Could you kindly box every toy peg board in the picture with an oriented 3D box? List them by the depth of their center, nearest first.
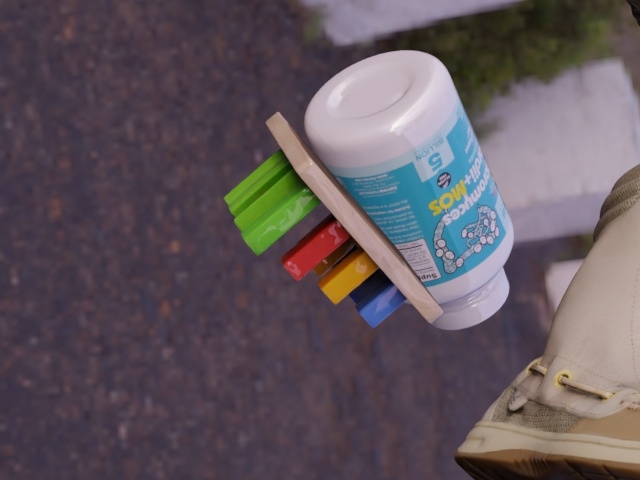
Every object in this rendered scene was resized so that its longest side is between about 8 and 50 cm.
[{"bbox_3d":[0.000,0.000,1.397,0.161,0.079,0.161,49,4,-19],"label":"toy peg board"}]

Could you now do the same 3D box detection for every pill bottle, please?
[{"bbox_3d":[0.096,-0.040,1.732,0.146,0.146,0.264,-79,149,-50],"label":"pill bottle"}]

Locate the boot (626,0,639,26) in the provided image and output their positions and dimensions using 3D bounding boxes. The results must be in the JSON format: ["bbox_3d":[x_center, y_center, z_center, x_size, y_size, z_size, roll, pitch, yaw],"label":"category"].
[{"bbox_3d":[0.157,-0.124,0.871,0.106,0.219,0.082,92,9,-49],"label":"boot"}]

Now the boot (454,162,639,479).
[{"bbox_3d":[0.151,0.038,0.725,0.077,0.213,0.165,36,74,-18],"label":"boot"}]
